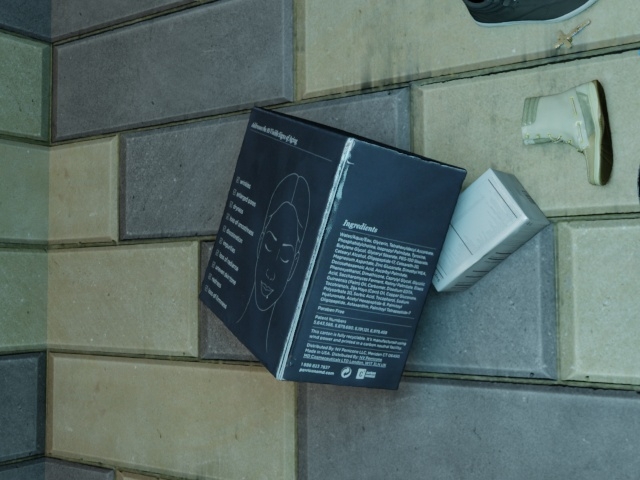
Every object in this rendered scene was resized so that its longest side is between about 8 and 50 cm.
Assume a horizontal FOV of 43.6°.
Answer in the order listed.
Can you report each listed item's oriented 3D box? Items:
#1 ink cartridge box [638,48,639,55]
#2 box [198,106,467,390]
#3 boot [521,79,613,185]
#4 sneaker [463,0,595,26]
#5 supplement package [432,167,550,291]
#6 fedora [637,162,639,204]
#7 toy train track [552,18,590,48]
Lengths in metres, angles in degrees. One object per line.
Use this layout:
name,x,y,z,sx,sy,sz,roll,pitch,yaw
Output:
ink cartridge box,0.698,-0.349,1.472,0.180,0.060,0.104,37,107,31
box,0.000,0.000,1.703,0.480,0.297,0.472,32,109,59
boot,0.490,-0.202,1.601,0.165,0.077,0.213,-9,77,34
sneaker,0.419,-0.508,1.624,0.295,0.147,0.105,-2,84,34
supplement package,0.325,-0.017,1.670,0.244,0.134,0.139,-42,65,26
fedora,0.714,-0.111,1.393,0.334,0.152,0.334,-2,87,35
toy train track,0.514,-0.420,1.634,0.083,0.014,0.048,-37,60,21
